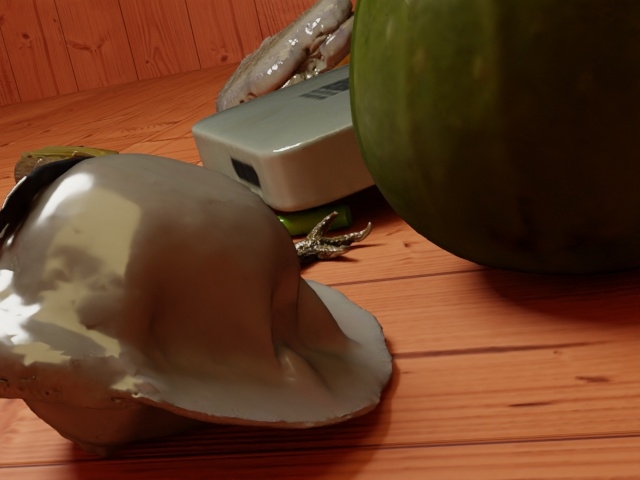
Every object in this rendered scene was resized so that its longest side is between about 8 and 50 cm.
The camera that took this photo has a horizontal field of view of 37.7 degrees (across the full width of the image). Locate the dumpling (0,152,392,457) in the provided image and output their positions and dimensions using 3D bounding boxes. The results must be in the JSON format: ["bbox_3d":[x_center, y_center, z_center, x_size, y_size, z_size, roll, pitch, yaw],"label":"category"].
[{"bbox_3d":[-0.074,0.023,0.532,0.204,0.163,0.293,-11,3,19],"label":"dumpling"}]

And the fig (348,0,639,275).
[{"bbox_3d":[0.156,-0.136,0.623,0.316,0.316,0.316,-11,15,3],"label":"fig"}]

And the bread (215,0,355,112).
[{"bbox_3d":[-0.067,-0.255,1.488,0.337,0.102,0.183,-29,25,49],"label":"bread"}]

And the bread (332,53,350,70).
[{"bbox_3d":[0.107,-0.377,1.875,0.260,0.129,0.134,-21,25,-26],"label":"bread"}]

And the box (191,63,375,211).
[{"bbox_3d":[0.069,-0.142,1.029,0.373,0.090,0.367,-22,18,-15],"label":"box"}]

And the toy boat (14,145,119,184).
[{"bbox_3d":[-0.365,-0.098,1.349,0.226,0.068,0.088,6,28,41],"label":"toy boat"}]

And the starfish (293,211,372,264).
[{"bbox_3d":[0.000,0.000,0.793,0.091,0.028,0.078,-11,21,-7],"label":"starfish"}]

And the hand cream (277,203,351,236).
[{"bbox_3d":[-0.032,-0.014,0.874,0.122,0.023,0.036,-8,-4,16],"label":"hand cream"}]
